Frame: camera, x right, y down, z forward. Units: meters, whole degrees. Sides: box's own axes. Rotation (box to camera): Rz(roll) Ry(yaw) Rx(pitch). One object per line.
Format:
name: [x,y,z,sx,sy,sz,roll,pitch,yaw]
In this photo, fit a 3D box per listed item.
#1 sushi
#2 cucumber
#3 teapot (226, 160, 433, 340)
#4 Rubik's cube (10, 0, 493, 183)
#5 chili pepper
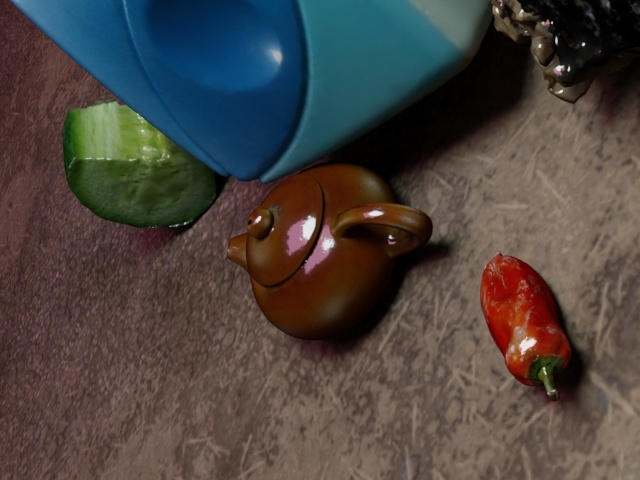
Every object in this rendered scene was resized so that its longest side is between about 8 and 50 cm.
sushi: [0.207,-0.242,0.812,0.238,0.225,0.219,-39,17,-18]
cucumber: [-0.222,-0.110,1.379,0.191,0.191,0.130,-48,35,26]
teapot: [0.000,0.000,1.028,0.252,0.135,0.178,-15,62,52]
Rubik's cube: [-0.042,-0.306,1.026,0.352,0.351,0.347,-27,34,47]
chili pepper: [0.156,0.065,0.837,0.059,0.050,0.191,-54,22,25]
